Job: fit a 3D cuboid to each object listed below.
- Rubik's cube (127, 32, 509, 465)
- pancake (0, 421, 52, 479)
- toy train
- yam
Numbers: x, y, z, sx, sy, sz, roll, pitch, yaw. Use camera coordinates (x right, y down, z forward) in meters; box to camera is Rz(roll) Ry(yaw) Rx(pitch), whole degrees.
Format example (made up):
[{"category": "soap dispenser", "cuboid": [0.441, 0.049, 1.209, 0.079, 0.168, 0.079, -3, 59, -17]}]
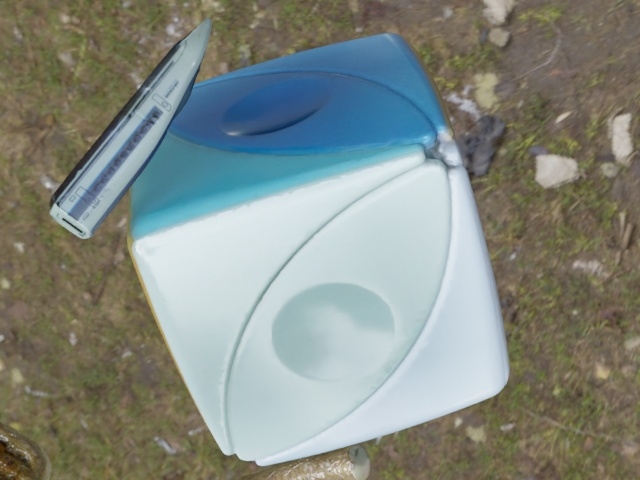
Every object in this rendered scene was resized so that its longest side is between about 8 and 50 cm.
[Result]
[{"category": "Rubik's cube", "cuboid": [0.000, 0.000, 1.062, 0.351, 0.352, 0.347, -17, 121, 3]}, {"category": "pancake", "cuboid": [-0.338, 0.226, 0.904, 0.151, 0.151, 0.025, 27, 120, 17]}, {"category": "toy train", "cuboid": [-0.163, -0.114, 0.887, 0.048, 0.252, 0.055, 36, 160, -7]}, {"category": "yam", "cuboid": [-0.038, 0.370, 1.440, 0.299, 0.066, 0.066, -28, 93, 41]}]
